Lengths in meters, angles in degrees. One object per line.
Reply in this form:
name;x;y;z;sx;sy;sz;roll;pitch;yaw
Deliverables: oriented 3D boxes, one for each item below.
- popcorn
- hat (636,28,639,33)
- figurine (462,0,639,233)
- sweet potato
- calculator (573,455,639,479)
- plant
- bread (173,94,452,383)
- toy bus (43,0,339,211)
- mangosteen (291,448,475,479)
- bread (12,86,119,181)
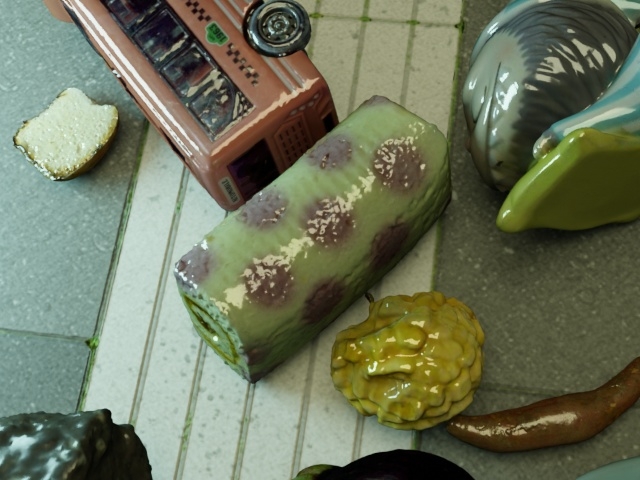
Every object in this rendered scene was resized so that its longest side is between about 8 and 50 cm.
popcorn;0.098;0.128;1.274;0.180;0.180;0.170;-14;76;-1
hat;0.413;-0.276;1.479;0.076;0.059;0.077;-15;71;-39
figurine;0.300;-0.238;1.314;0.361;0.266;0.377;-39;62;31
sweet potato;0.269;0.196;1.278;0.255;0.058;0.078;-17;44;-7
calculator;0.376;0.308;1.177;0.299;0.041;0.185;-10;63;24
plant;-0.343;0.295;1.203;0.312;0.213;0.215;-5;67;14
bread;0.000;0.000;1.320;0.338;0.187;0.155;-43;63;-15
toy bus;-0.166;-0.256;1.445;0.233;0.203;0.427;-37;70;-6
mangosteen;0.056;0.347;1.131;0.288;0.287;0.233;4;27;7
bread;-0.327;-0.136;1.491;0.126;0.044;0.129;36;76;26
